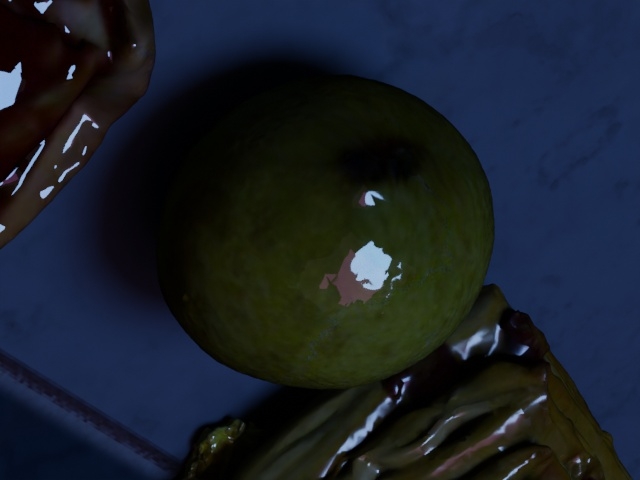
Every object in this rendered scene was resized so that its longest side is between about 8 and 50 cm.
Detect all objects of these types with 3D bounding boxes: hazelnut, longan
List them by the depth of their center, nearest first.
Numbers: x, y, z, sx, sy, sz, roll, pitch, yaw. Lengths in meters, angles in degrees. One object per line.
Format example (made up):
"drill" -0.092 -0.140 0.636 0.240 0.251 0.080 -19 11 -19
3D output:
"hazelnut" -0.155 -0.093 0.742 0.170 0.160 0.202 -3 127 -27
"longan" 0.000 0.000 0.918 0.154 0.176 0.145 14 72 -13

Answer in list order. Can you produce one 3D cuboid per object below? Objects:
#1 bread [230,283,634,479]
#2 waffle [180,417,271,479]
"bread" 0.058 0.219 1.049 0.324 0.167 0.277 -44 132 -7
"waffle" -0.055 0.134 1.047 0.085 0.016 0.078 -42 131 2
